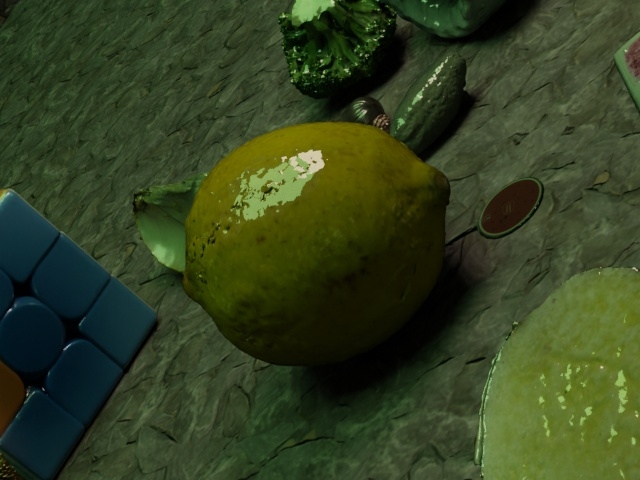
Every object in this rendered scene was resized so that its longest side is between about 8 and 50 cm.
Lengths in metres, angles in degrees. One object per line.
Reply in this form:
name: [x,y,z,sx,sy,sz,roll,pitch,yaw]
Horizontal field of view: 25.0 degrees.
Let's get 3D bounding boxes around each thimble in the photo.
thimble: [0.176,-0.389,1.890,0.172,0.205,0.250,-47,9,-17]

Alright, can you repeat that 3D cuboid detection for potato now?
potato: [0.242,0.167,1.094,0.239,0.116,0.299,-46,36,13]

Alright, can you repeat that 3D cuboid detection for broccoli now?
broccoli: [0.023,-0.288,2.040,0.195,0.156,0.195,-9,67,22]

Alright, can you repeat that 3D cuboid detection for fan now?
fan: [0.187,-0.026,1.573,0.133,0.005,0.085,-29,31,29]

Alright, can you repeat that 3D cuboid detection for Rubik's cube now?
Rubik's cube: [-0.458,0.132,1.967,0.291,0.290,0.291,-3,50,54]

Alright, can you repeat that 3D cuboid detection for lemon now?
lemon: [0.000,0.000,1.530,0.310,0.258,0.258,-26,31,17]

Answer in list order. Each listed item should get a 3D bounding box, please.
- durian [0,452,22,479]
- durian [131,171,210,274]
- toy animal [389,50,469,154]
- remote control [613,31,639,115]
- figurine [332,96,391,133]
durian: [-0.420,0.365,1.813,0.146,0.102,0.208,-59,6,-31]
durian: [-0.168,-0.042,1.969,0.144,0.139,0.252,-51,26,-21]
toy animal: [0.103,-0.124,1.789,0.253,0.070,0.079,-54,-11,10]
remote control: [0.382,-0.137,1.395,0.145,0.050,0.344,-36,27,19]
figurine: [0.036,-0.137,1.903,0.129,0.054,0.072,-37,34,20]
